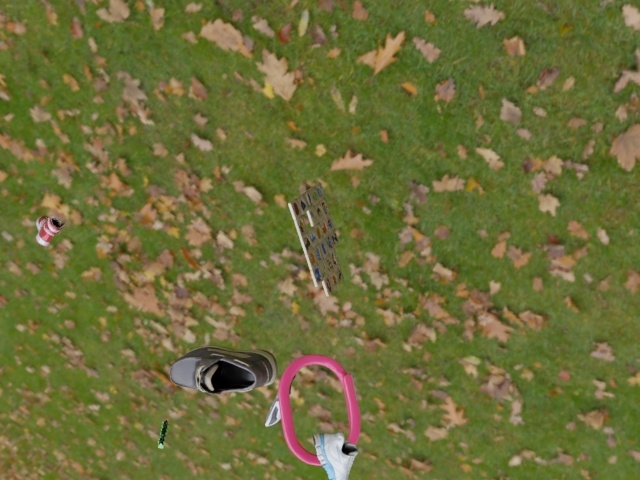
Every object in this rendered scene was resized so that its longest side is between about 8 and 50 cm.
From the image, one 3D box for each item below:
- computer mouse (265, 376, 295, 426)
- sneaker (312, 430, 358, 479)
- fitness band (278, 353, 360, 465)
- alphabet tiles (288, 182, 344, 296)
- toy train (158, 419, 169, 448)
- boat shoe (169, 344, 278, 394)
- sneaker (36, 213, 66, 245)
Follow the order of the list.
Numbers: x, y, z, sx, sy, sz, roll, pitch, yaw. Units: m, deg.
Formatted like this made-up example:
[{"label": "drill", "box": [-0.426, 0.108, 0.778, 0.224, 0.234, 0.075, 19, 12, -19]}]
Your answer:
[{"label": "computer mouse", "box": [-0.126, 0.521, 2.208, 0.042, 0.106, 0.193, 22, 110, -7]}, {"label": "sneaker", "box": [0.049, 0.488, 1.510, 0.083, 0.071, 0.191, -18, 127, 4]}, {"label": "fitness band", "box": [-0.004, 0.450, 1.835, 0.209, 0.291, 0.054, -8, 167, -7]}, {"label": "alphabet tiles", "box": [0.000, 0.000, 1.584, 0.009, 0.198, 0.237, -12, 103, 23]}, {"label": "toy train", "box": [-0.377, 0.466, 1.648, 0.017, 0.083, 0.024, 8, 115, -7]}, {"label": "boat shoe", "box": [-0.300, 0.375, 1.984, 0.355, 0.130, 0.132, -10, 90, 24]}, {"label": "sneaker", "box": [-0.629, -0.041, 1.601, 0.067, 0.118, 0.042, -46, 125, 10]}]
